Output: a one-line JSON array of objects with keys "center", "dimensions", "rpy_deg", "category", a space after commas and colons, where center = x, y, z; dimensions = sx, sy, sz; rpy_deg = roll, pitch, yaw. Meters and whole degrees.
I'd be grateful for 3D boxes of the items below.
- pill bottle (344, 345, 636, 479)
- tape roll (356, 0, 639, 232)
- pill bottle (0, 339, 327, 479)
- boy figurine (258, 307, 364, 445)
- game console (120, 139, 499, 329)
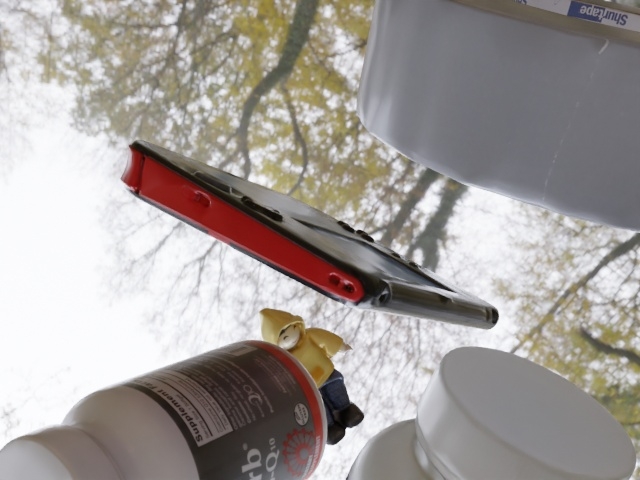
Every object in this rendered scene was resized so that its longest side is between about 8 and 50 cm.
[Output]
[{"center": [0.077, 0.227, 0.501], "dimensions": [0.169, 0.301, 0.169], "rpy_deg": [18, -160, -7], "category": "pill bottle"}, {"center": [0.130, -0.079, 0.384], "dimensions": [0.219, 0.072, 0.219], "rpy_deg": [9, -155, -4], "category": "tape roll"}, {"center": [-0.170, 0.251, 0.876], "dimensions": [0.210, 0.210, 0.363], "rpy_deg": [44, -152, 21], "category": "pill bottle"}, {"center": [-0.019, 0.228, 1.378], "dimensions": [0.177, 0.285, 0.092], "rpy_deg": [-35, -153, -19], "category": "boy figurine"}, {"center": [0.000, 0.000, 0.852], "dimensions": [0.342, 0.060, 0.386], "rpy_deg": [25, -176, 31], "category": "game console"}]
